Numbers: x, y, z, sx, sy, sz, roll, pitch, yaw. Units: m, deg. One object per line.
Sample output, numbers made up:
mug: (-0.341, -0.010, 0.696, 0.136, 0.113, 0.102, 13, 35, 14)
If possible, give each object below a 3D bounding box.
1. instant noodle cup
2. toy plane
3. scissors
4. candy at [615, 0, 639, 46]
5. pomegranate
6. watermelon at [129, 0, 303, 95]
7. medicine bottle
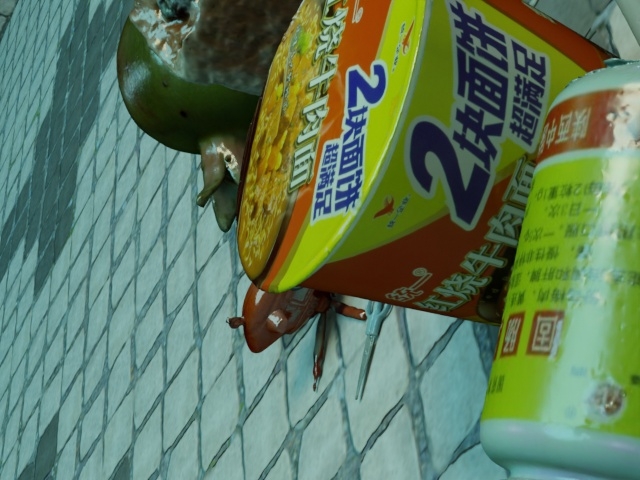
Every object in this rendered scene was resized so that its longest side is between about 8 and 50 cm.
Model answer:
instant noodle cup: (0.073, -0.048, 0.790, 0.213, 0.174, 0.213, -48, 32, 44)
toy plane: (0.003, 0.004, 1.072, 0.194, 0.077, 0.126, -49, 38, 27)
scissors: (0.034, 0.072, 1.019, 0.036, 0.006, 0.083, -11, 62, 66)
candy: (0.148, -0.225, 0.867, 0.124, 0.124, 0.365, -55, 36, 36)
pomegranate: (-0.085, -0.124, 1.265, 0.181, 0.181, 0.224, -38, 55, 55)
watermelon: (-0.017, -0.227, 1.007, 0.151, 0.302, 0.264, 38, 134, 53)
medicine bottle: (0.141, 0.052, 0.590, 0.139, 0.139, 0.225, -14, 61, 65)
